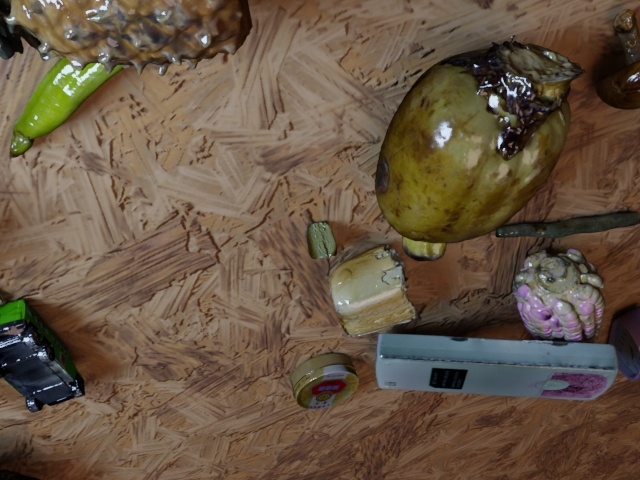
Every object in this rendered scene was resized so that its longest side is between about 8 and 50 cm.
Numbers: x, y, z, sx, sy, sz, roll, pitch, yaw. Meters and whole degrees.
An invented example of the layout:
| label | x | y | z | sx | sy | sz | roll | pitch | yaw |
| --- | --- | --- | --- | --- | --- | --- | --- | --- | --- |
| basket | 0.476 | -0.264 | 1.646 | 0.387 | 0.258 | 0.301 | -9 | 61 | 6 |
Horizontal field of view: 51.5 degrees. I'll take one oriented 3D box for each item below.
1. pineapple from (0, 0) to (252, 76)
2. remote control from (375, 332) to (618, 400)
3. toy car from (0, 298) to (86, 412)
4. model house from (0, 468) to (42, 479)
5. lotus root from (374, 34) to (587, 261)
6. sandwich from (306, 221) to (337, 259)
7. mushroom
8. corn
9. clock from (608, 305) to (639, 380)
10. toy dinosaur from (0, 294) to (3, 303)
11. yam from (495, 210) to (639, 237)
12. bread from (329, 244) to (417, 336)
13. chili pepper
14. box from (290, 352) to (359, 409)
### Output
| label | x | y | z | sx | sy | sz | roll | pitch | yaw |
| --- | --- | --- | --- | --- | --- | --- | --- | --- | --- |
| pineapple | -0.190 | -0.175 | 0.452 | 0.278 | 0.158 | 0.158 | -11 | 139 | 3 |
| remote control | 0.254 | 0.189 | 0.988 | 0.343 | 0.050 | 0.145 | 2 | 150 | 6 |
| toy car | -0.334 | 0.137 | 0.770 | 0.071 | 0.063 | 0.165 | -18 | 139 | -3 |
| model house | -0.562 | 0.361 | 0.839 | 0.316 | 0.297 | 0.283 | 12 | 131 | 18 |
| lotus root | 0.143 | -0.084 | 0.682 | 0.169 | 0.142 | 0.314 | 1 | 144 | -20 |
| sandwich | 0.000 | 0.000 | 0.787 | 0.030 | 0.083 | 0.044 | -7 | 94 | -9 |
| mushroom | 0.336 | -0.185 | 0.709 | 0.088 | 0.073 | 0.129 | -7 | 148 | 38 |
| corn | 0.375 | 0.133 | 1.029 | 0.126 | 0.127 | 0.335 | -26 | 140 | 5 |
| clock | 0.573 | 0.198 | 1.192 | 0.050 | 0.110 | 0.153 | -23 | 138 | -3 |
| toy dinosaur | -0.388 | 0.026 | 0.652 | 0.058 | 0.037 | 0.180 | -38 | 148 | -13 |
| yam | 0.347 | -0.019 | 0.928 | 0.234 | 0.029 | 0.027 | -5 | 110 | -16 |
| bread | 0.065 | 0.066 | 0.857 | 0.106 | 0.082 | 0.125 | -13 | 150 | 5 |
| chili pepper | -0.196 | -0.138 | 0.557 | 0.208 | 0.043 | 0.049 | -26 | 165 | 12 |
| box | 0.006 | 0.218 | 1.024 | 0.105 | 0.037 | 0.106 | -12 | 139 | -11 |
